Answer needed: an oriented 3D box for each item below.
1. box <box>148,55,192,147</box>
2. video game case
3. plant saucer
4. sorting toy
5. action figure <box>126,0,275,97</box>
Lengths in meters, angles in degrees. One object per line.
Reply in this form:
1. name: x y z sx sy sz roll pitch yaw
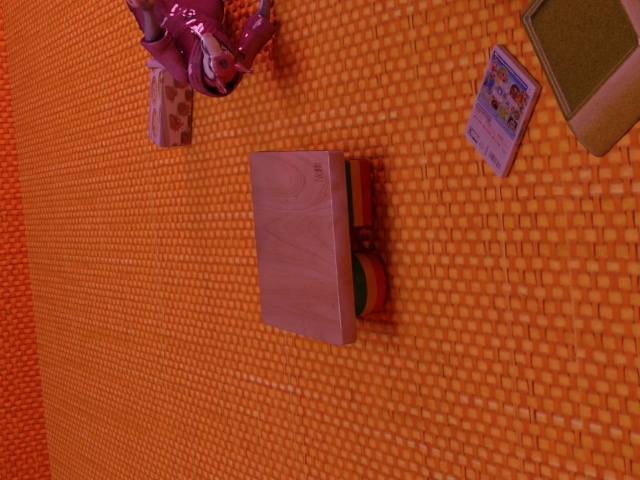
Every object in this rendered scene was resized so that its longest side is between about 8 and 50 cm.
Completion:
1. box: -0.267 -0.329 2.191 0.067 0.063 0.324 40 131 53
2. video game case: 0.200 -0.143 1.351 0.087 0.011 0.122 59 145 41
3. plant saucer: 0.263 -0.203 1.172 0.188 0.045 0.188 -54 48 54
4. sorting toy: 0.000 0.000 1.702 0.257 0.089 0.255 7 103 63
5. action figure: -0.207 -0.303 1.873 0.370 0.248 0.275 -123 35 -46
